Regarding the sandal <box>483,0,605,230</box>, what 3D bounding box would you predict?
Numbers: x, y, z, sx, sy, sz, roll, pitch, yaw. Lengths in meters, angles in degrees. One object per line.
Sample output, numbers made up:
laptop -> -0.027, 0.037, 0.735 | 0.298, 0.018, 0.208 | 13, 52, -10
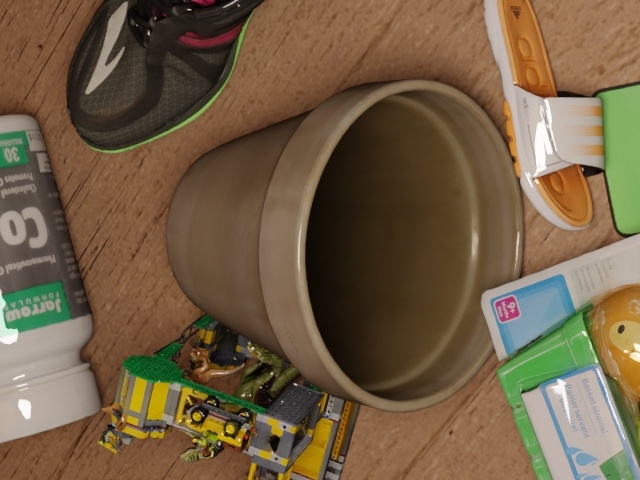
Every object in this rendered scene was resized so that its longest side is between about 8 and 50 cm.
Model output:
sandal -> 0.229, -0.141, 1.630 | 0.076, 0.102, 0.265 | -18, 86, 40

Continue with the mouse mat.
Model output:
mouse mat -> 0.362, -0.089, 1.620 | 0.189, 0.007, 0.153 | -10, 92, 31

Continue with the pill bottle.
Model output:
pill bottle -> -0.383, 0.048, 1.950 | 0.204, 0.204, 0.361 | -16, 90, 30

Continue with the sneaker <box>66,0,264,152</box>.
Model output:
sneaker -> -0.134, -0.281, 1.759 | 0.483, 0.202, 0.185 | -45, 74, 27

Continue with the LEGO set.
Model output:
LEGO set -> -0.090, 0.212, 1.765 | 0.255, 0.331, 0.192 | 16, 108, 6

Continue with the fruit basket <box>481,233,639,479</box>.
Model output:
fruit basket -> 0.357, 0.145, 1.569 | 0.353, 0.165, 0.327 | -22, 86, 27

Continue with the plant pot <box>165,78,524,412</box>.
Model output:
plant pot -> 0.000, 0.000, 1.691 | 0.280, 0.323, 0.323 | 3, 99, 45
